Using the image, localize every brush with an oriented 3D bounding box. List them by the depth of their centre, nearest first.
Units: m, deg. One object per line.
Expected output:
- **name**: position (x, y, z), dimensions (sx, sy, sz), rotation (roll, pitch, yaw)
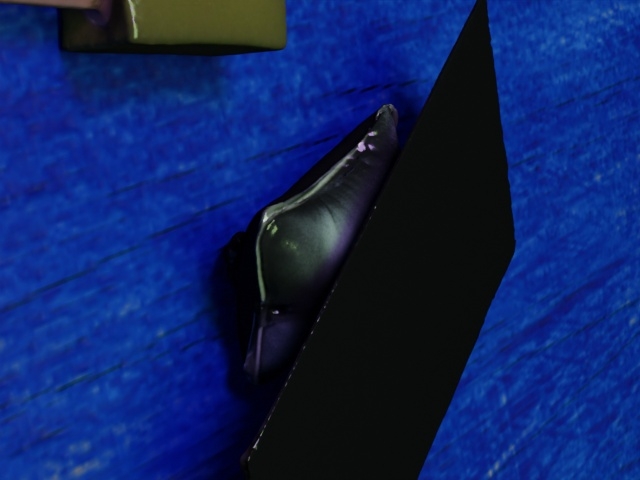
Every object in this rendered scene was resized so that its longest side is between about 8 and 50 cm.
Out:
- **brush**: position (-0.104, -0.124, 0.611), dimensions (0.233, 0.047, 0.103), rotation (-9, 94, -52)

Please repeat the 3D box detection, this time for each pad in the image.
- **pad**: position (0.042, 0.046, 0.771), dimensions (0.202, 0.005, 0.299), rotation (76, 33, -47)

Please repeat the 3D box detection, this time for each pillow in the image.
- **pillow**: position (0.002, 0.001, 0.731), dimensions (0.136, 0.055, 0.091), rotation (-40, 119, -47)
